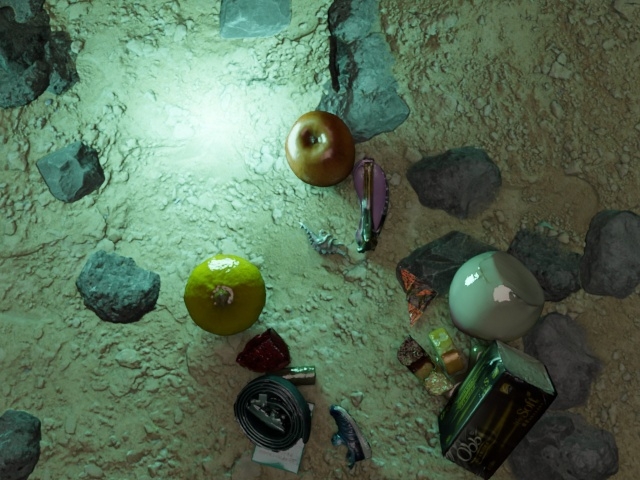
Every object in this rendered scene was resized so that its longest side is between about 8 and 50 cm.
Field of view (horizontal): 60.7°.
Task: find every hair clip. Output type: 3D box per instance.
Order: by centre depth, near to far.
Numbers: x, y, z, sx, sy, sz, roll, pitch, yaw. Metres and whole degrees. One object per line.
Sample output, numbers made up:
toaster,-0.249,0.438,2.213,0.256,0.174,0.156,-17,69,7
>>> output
hair clip,0.181,-0.132,1.964,0.110,0.095,0.359,-10,66,34

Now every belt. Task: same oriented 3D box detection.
belt,-0.143,0.553,1.744,0.267,0.116,0.206,42,95,8

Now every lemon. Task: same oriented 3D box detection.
lemon,-0.310,0.178,1.791,0.292,0.293,0.293,0,78,0

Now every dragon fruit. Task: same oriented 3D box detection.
dragon fruit,-0.189,0.385,1.837,0.161,0.120,0.127,-32,94,4

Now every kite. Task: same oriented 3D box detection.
kite,0.355,0.192,1.917,0.125,0.008,0.222,-7,78,-1

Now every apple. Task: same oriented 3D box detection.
apple,-0.002,-0.324,1.929,0.251,0.206,0.272,2,79,4

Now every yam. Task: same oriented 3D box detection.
yam,-0.098,0.457,1.835,0.169,0.068,0.068,-3,78,-2

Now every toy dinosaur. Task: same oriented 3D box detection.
toy dinosaur,0.000,-0.001,1.944,0.209,0.039,0.082,37,82,8

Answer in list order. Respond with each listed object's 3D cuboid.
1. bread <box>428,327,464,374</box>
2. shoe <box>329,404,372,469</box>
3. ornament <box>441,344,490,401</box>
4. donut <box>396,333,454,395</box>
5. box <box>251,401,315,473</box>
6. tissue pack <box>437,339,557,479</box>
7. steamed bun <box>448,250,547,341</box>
bread,0.411,0.366,1.816,0.073,0.122,0.149,-25,52,0
shoe,0.083,0.634,1.782,0.106,0.091,0.207,-27,83,-11
ornament,0.530,0.464,1.832,0.244,0.061,0.231,13,81,7
donut,0.339,0.421,1.807,0.085,0.141,0.217,-42,73,2
box,-0.121,0.633,1.809,0.160,0.042,0.227,14,79,3
tissue pack,0.528,0.521,1.678,0.198,0.210,0.370,26,110,-4
steamed bun,0.549,0.204,1.793,0.309,0.309,0.310,0,78,0
